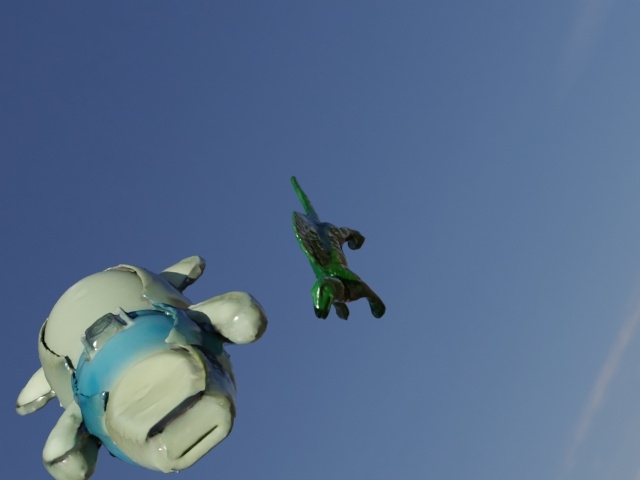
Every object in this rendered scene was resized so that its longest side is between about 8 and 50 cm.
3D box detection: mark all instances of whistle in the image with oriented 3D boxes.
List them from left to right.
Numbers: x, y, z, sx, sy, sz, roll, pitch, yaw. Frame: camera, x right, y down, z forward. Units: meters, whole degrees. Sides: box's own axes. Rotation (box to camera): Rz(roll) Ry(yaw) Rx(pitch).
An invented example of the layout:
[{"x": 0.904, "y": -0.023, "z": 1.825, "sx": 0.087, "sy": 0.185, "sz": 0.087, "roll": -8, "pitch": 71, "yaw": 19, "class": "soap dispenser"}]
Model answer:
[{"x": -0.072, "y": 0.059, "z": 0.730, "sx": 0.114, "sy": 0.077, "sz": 0.236, "roll": -38, "pitch": 15, "yaw": -8, "class": "whistle"}]

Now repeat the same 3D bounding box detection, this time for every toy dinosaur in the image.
[{"x": 0.000, "y": 0.000, "z": 0.904, "sx": 0.029, "sy": 0.119, "sz": 0.060, "roll": -30, "pitch": -41, "yaw": 15, "class": "toy dinosaur"}]
